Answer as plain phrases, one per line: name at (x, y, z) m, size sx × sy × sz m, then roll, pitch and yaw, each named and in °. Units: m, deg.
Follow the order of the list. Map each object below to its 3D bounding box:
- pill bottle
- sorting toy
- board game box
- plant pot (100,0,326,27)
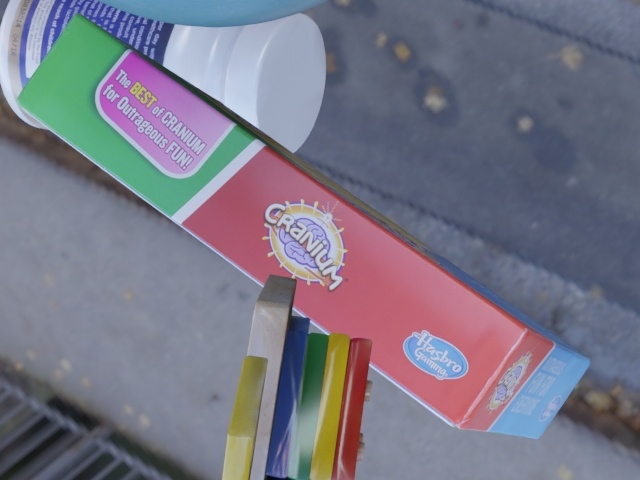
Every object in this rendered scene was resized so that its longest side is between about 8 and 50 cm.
pill bottle at (-0.138, -0.155, 1.500) m, size 0.265 × 0.153 × 0.153 m, roll 12°, pitch 128°, yaw 27°
sorting toy at (-0.009, 0.086, 0.632) m, size 0.046 × 0.274 × 0.132 m, roll 8°, pitch 93°, yaw 0°
board game box at (0.000, 0.000, 1.021) m, size 0.316 × 0.064 × 0.242 m, roll 35°, pitch -177°, yaw 18°
plant pot at (-0.053, -0.232, 0.922) m, size 0.290 × 0.290 × 0.195 m, roll 40°, pitch 170°, yaw 13°
